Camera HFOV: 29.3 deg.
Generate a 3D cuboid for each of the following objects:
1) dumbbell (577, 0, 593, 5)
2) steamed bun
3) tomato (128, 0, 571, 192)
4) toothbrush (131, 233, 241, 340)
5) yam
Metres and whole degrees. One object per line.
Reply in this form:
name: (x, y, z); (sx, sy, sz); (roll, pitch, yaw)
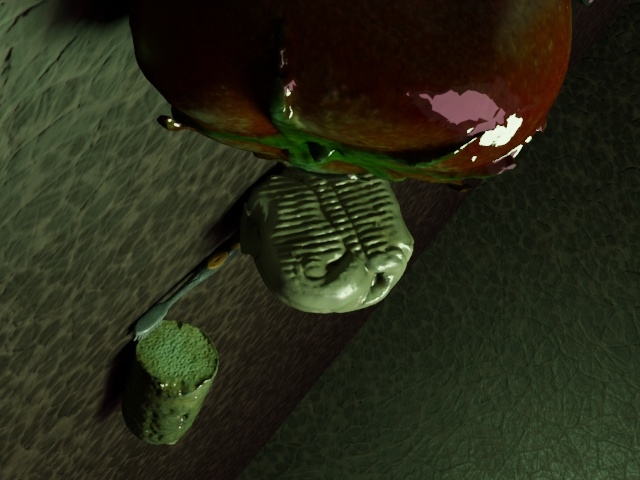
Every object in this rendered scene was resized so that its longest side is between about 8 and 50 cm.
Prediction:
dumbbell: (0.235, -0.295, 1.576); (0.388, 0.185, 0.185); (-53, 170, 10)
steamed bun: (-0.002, 0.001, 1.553); (0.211, 0.218, 0.144); (-16, 155, -24)
tomato: (0.024, -0.168, 0.839); (0.303, 0.303, 0.239); (41, 59, -80)
toothbrush: (-0.128, 0.025, 1.562); (0.321, 0.023, 0.031); (-43, 174, -34)
yam: (-0.201, 0.191, 1.592); (0.107, 0.107, 0.194); (-44, 168, -35)
